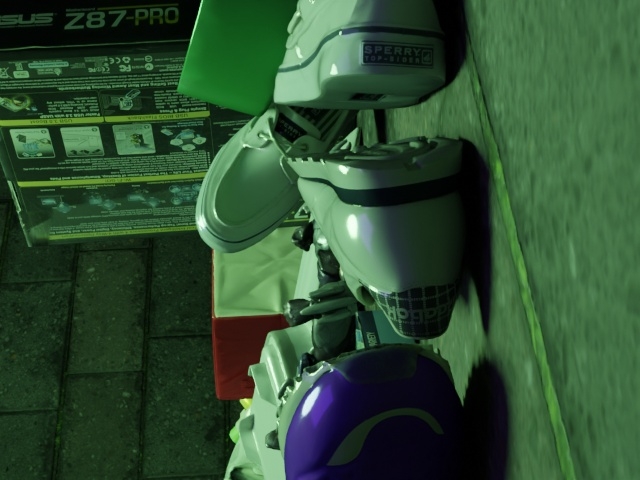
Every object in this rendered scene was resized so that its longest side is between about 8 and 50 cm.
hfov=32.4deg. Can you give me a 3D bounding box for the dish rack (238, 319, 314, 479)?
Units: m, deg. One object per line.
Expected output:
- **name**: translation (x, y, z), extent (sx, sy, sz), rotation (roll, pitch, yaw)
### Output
- **dish rack**: translation (-0.017, 0.268, 1.156), extent (0.285, 0.072, 0.333), rotation (106, 149, -59)

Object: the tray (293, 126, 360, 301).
- **tray**: translation (0.000, 0.000, 1.227), extent (0.270, 0.030, 0.145), rotation (102, -179, -61)

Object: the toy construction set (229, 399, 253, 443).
- **toy construction set**: translation (-0.075, 0.209, 1.706), extent (0.151, 0.215, 0.327), rotation (-37, 54, 32)

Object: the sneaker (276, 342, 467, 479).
- **sneaker**: translation (0.041, 0.189, 0.584), extent (0.146, 0.102, 0.293), rotation (-113, 19, -48)

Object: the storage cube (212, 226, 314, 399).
- **storage cube**: translation (-0.058, 0.092, 1.541), extent (0.193, 0.184, 0.215), rotation (93, 175, -48)

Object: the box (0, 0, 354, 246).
- **box**: translation (-0.158, -0.131, 1.229), extent (0.318, 0.395, 0.097), rotation (89, 175, -51)

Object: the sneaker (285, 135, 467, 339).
- **sneaker**: translation (0.033, -0.010, 0.637), extent (0.235, 0.090, 0.095), rotation (-102, 0, -82)

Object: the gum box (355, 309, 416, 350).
- **gum box**: translation (0.052, 0.165, 0.776), extent (0.157, 0.041, 0.184), rotation (-99, 6, -68)

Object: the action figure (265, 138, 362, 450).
- **action figure**: translation (0.012, 0.046, 0.948), extent (0.185, 0.099, 0.285), rotation (-71, -13, -61)

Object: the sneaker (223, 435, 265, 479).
- **sneaker**: translation (-0.070, 0.342, 1.344), extent (0.257, 0.169, 0.447), rotation (79, -167, -47)

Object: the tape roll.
- **tape roll**: translation (-0.039, -0.264, 0.895), extent (0.321, 0.077, 0.321), rotation (-165, 90, -80)

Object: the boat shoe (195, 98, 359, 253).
- **boat shoe**: translation (-0.031, -0.091, 0.955), extent (0.226, 0.083, 0.076), rotation (-56, -2, -22)

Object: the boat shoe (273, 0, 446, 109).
- **boat shoe**: translation (0.026, -0.128, 0.686), extent (0.258, 0.095, 0.084), rotation (-170, 81, -76)
